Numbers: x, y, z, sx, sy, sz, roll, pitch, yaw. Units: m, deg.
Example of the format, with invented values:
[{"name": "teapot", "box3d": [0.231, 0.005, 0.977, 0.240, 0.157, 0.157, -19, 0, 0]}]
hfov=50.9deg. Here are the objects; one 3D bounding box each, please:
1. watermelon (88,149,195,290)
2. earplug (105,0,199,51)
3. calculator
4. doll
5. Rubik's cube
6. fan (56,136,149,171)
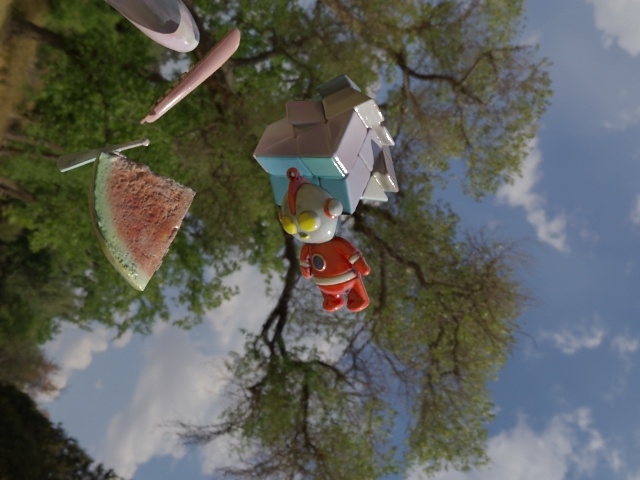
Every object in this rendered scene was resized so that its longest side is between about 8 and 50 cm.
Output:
[{"name": "watermelon", "box3d": [-0.425, -0.052, 1.549, 0.193, 0.310, 0.231, -30, 180, 37]}, {"name": "earplug", "box3d": [-0.447, -0.618, 1.780, 0.172, 0.301, 0.172, -36, -151, 24]}, {"name": "calculator", "box3d": [-0.322, -0.399, 1.664, 0.329, 0.048, 0.220, -42, -160, 2]}, {"name": "doll", "box3d": [0.000, 0.000, 1.439, 0.199, 0.337, 0.105, -4, -157, 45]}, {"name": "Rubik's cube", "box3d": [0.020, -0.258, 1.888, 0.387, 0.358, 0.368, 9, -118, 34]}, {"name": "fan", "box3d": [-0.638, -0.254, 1.970, 0.281, 0.023, 0.057, -13, -121, 3]}]
